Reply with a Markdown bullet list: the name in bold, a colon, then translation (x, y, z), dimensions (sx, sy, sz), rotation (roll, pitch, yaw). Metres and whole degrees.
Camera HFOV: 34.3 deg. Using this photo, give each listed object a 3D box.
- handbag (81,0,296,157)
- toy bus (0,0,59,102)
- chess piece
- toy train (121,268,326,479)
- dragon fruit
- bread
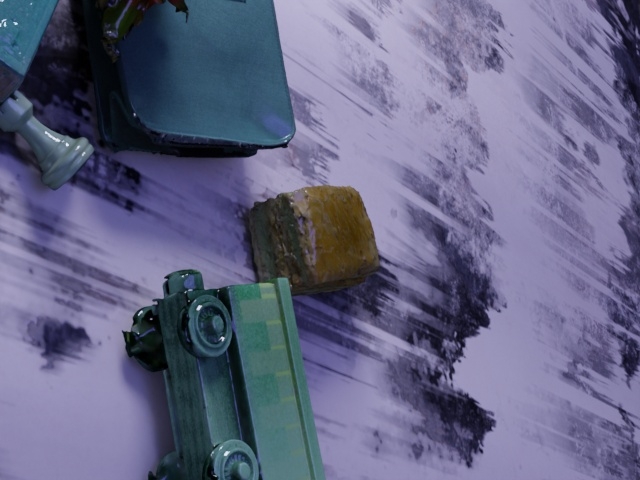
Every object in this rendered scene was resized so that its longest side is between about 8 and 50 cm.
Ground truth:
- **handbag**: translation (-0.168, -0.231, 1.281), dimensions (0.269, 0.100, 0.274), rotation (-3, 76, -45)
- **toy bus**: translation (-0.322, -0.257, 1.094), dimensions (0.091, 0.109, 0.261), rotation (34, 50, -31)
- **chess piece**: translation (-0.298, -0.110, 1.101), dimensions (0.103, 0.067, 0.067), rotation (45, 44, -18)
- **toy train**: translation (-0.104, 0.180, 1.177), dimensions (0.202, 0.120, 0.300), rotation (0, 76, -54)
- **dragon fruit**: translation (-0.187, -0.309, 1.145), dimensions (0.137, 0.135, 0.235), rotation (8, 88, -31)
- **bread**: translation (0.000, 0.000, 1.395), dimensions (0.196, 0.102, 0.138), rotation (-1, 79, -53)
